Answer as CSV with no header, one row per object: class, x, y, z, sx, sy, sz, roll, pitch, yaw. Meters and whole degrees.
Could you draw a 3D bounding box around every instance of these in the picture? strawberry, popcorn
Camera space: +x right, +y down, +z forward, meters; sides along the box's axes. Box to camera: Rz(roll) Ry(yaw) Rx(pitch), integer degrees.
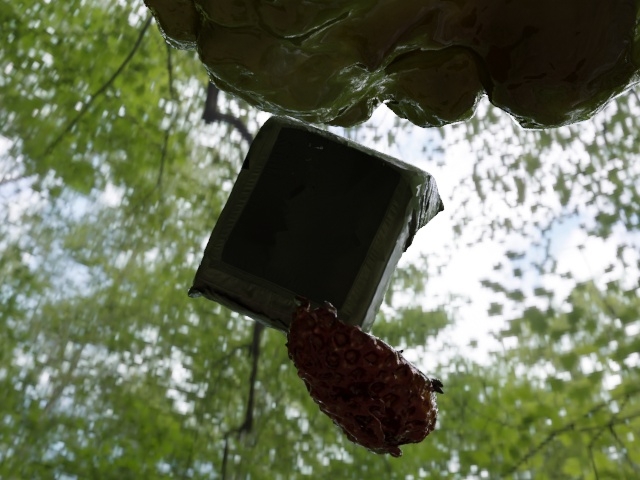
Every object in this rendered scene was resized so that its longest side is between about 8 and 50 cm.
strawberry,0.023,0.123,0.887,0.121,0.082,0.188,8,-25,41
popcorn,0.052,-0.155,0.372,0.252,0.206,0.236,2,-94,-19

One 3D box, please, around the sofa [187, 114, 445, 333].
sofa,0.000,0.000,1.132,0.210,0.176,0.225,20,-97,12
